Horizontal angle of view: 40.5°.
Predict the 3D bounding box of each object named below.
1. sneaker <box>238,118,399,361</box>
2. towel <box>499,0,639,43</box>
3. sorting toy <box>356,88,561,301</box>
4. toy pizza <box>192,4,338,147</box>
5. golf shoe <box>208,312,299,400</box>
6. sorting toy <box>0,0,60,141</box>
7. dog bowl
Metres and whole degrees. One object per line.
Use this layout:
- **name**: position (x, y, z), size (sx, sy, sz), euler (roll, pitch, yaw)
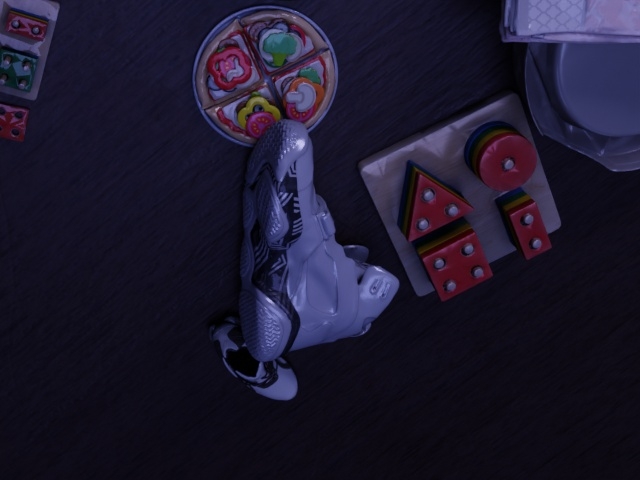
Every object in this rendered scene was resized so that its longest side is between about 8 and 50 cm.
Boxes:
- **sneaker**: position (0.000, 0.000, 1.257), size (0.210, 0.137, 0.365), euler (-4, 115, -22)
- **towel**: position (0.384, -0.412, 1.074), size (0.317, 0.053, 0.331), euler (-2, 103, -4)
- **sorting toy**: position (0.225, -0.053, 1.307), size (0.257, 0.089, 0.255), euler (-26, 120, 2)
- **toy pizza**: position (-0.073, -0.217, 1.184), size (0.201, 0.032, 0.201), euler (-5, 118, -10)
- **golf shoe**: position (-0.102, 0.206, 1.364), size (0.077, 0.094, 0.198), euler (-40, 120, 8)
- **sorting toy**: position (-0.410, -0.241, 1.084), size (0.132, 0.046, 0.274), euler (15, 113, -20)
- **dog bowl**: position (0.433, -0.276, 1.233), size (0.349, 0.102, 0.348), euler (-6, 117, -11)
